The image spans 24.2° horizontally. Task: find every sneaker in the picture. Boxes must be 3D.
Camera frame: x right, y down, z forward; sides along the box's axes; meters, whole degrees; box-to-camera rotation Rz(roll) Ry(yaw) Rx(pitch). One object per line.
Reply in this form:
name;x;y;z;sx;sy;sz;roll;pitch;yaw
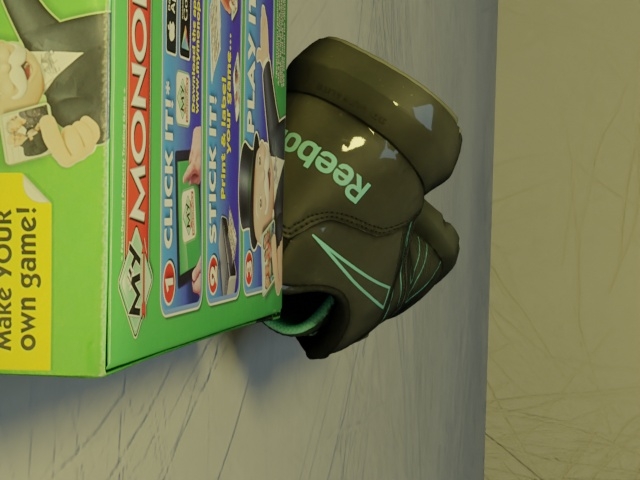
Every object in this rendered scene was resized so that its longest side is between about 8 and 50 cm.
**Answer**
sneaker;0.000;0.000;0.688;0.106;0.101;0.267;-58;167;-12

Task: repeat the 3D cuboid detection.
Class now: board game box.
board game box;-0.050;-0.128;0.455;0.213;0.046;0.317;-4;95;-79
